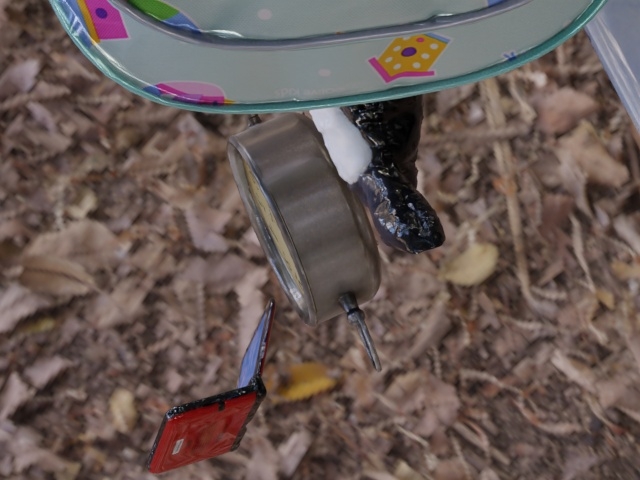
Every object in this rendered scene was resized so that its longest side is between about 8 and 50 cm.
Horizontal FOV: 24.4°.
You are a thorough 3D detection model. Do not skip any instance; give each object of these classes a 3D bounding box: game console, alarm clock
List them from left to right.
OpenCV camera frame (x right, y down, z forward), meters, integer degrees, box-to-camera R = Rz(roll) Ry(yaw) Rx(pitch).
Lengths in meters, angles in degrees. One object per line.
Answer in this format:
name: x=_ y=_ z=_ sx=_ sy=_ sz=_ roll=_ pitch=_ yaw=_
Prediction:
game console: x=-0.094 y=0.126 z=1.264 sx=0.124 sy=0.144 sz=0.085 roll=-14 pitch=67 yaw=-21
alarm clock: x=0.000 y=0.000 z=0.918 sx=0.064 sy=0.129 sz=0.192 roll=-21 pitch=61 yaw=-7

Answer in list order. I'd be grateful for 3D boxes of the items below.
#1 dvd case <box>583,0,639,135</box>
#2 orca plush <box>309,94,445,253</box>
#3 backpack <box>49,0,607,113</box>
dvd case: x=0.202 y=0.002 z=0.388 sx=0.180 sy=0.022 sz=0.253 roll=-25 pitch=102 yaw=26
orca plush: x=-0.003 y=-0.133 z=0.517 sx=0.102 sy=0.151 sz=0.287 roll=-17 pitch=96 yaw=34
backpack: x=0.001 y=-0.117 z=0.332 sx=0.166 sy=0.188 sz=0.144 roll=-10 pitch=45 yaw=0
